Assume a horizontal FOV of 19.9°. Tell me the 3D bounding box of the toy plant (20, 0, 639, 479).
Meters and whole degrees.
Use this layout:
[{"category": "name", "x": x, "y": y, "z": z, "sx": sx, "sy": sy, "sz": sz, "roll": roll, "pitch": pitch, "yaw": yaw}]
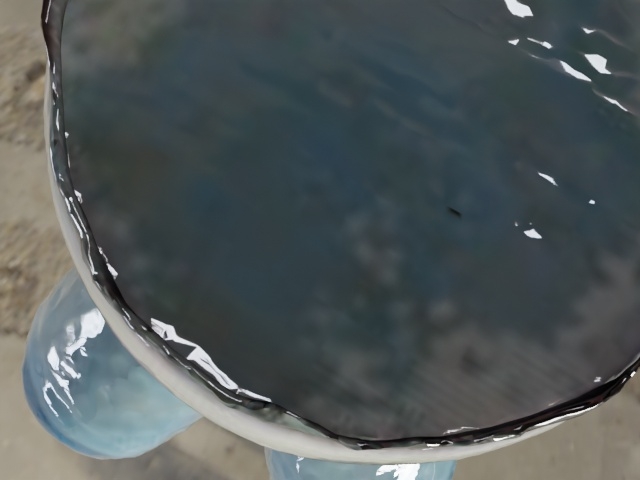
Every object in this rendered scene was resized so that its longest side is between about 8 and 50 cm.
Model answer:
[{"category": "toy plant", "x": 0.000, "y": 0.000, "z": 0.716, "sx": 0.247, "sy": 0.332, "sz": 0.247, "roll": 3, "pitch": 72, "yaw": -9}]
